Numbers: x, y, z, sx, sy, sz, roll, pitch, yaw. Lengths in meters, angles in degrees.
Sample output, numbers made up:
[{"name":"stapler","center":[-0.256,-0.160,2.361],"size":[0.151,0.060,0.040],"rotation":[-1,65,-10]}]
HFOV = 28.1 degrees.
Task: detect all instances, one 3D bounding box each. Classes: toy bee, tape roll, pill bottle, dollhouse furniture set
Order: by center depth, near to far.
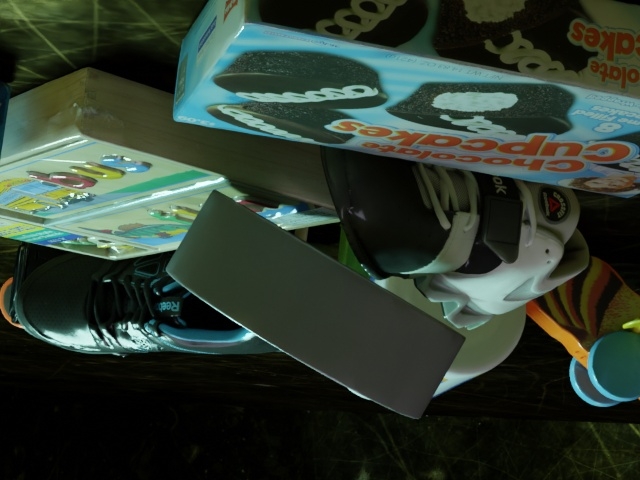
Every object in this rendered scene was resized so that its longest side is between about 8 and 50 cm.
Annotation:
[{"name":"tape roll","center":[-0.003,0.046,0.950],"size":[0.219,0.072,0.219],"rotation":[30,180,0]},{"name":"dollhouse furniture set","center":[0.000,0.000,1.321],"size":[0.076,0.058,0.152],"rotation":[3,-170,-28]},{"name":"toy bee","center":[0.340,0.117,1.334],"size":[0.162,0.298,0.195],"rotation":[-35,-167,-10]},{"name":"pill bottle","center":[0.098,0.093,1.357],"size":[0.152,0.152,0.272],"rotation":[8,162,-14]}]

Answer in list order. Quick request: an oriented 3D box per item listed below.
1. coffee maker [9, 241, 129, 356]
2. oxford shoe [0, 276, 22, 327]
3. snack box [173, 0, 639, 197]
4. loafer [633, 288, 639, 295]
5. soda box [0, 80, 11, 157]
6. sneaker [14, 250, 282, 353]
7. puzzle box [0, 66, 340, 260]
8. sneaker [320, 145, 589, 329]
[{"name":"coffee maker","center":[-0.264,0.045,1.482],"size":[0.178,0.120,0.171],"rotation":[8,145,-19]},{"name":"oxford shoe","center":[-0.279,0.074,1.679],"size":[0.271,0.096,0.098],"rotation":[6,-171,15]},{"name":"snack box","center":[0.090,-0.093,0.752],"size":[0.322,0.060,0.187],"rotation":[8,168,-16]},{"name":"loafer","center":[0.431,0.083,1.438],"size":[0.220,0.080,0.078],"rotation":[1,159,-5]},{"name":"soda box","center":[-0.332,-0.085,0.949],"size":[0.210,0.067,0.071],"rotation":[-2,166,32]},{"name":"sneaker","center":[-0.171,0.057,1.330],"size":[0.341,0.125,0.140],"rotation":[-2,176,13]},{"name":"puzzle box","center":[-0.186,-0.048,1.100],"size":[0.272,0.052,0.409],"rotation":[15,165,-37]},{"name":"sneaker","center":[0.114,-0.027,0.978],"size":[0.146,0.122,0.330],"rotation":[-20,158,22]}]
